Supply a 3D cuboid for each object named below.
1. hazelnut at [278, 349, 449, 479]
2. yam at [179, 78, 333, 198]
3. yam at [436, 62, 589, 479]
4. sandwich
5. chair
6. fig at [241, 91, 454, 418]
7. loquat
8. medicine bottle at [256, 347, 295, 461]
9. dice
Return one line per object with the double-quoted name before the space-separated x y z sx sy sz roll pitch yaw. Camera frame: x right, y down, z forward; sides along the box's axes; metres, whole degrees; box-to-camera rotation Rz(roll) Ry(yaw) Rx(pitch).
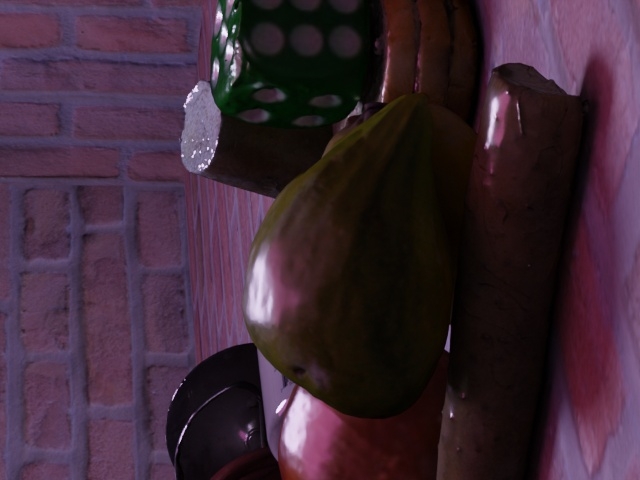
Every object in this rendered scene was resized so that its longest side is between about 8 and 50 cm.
"hazelnut" 0.060 0.180 1.619 0.214 0.176 0.214 38 138 44
"yam" -0.015 -0.081 1.936 0.106 0.259 0.106 -38 44 50
"yam" 0.136 0.046 1.425 0.083 0.083 0.371 -105 19 -60
"sandwich" 0.074 -0.163 1.792 0.273 0.095 0.249 -98 16 -49
"chair" -0.048 0.282 2.137 0.401 0.226 0.226 -119 30 -71
"fig" 0.018 0.018 1.418 0.167 0.167 0.233 -108 8 -64
"loquat" 0.079 -0.023 1.556 0.195 0.152 0.152 66 169 3
"medicine bottle" 0.011 0.100 1.973 0.288 0.157 0.157 -99 13 -47
"dice" -0.028 -0.180 1.736 0.120 0.128 0.131 132 141 -70
